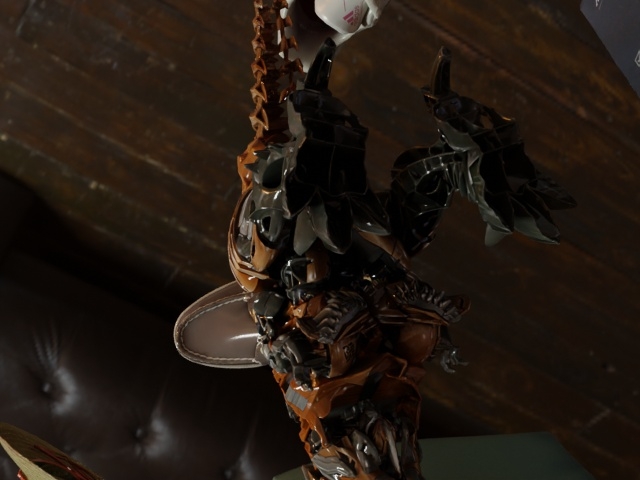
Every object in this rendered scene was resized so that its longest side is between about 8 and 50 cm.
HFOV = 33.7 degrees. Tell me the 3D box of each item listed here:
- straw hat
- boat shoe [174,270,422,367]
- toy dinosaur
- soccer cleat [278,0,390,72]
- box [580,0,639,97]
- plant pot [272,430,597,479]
[{"bbox_3d":[-0.180,0.183,0.709,0.144,0.061,0.144,33,170,7],"label":"straw hat"},{"bbox_3d":[-0.028,0.096,1.291,0.324,0.097,0.116,-8,93,4],"label":"boat shoe"},{"bbox_3d":[0.000,0.000,0.616,0.322,0.164,0.218,57,145,9],"label":"toy dinosaur"},{"bbox_3d":[0.061,-0.281,1.024,0.116,0.143,0.331,27,144,-16],"label":"soccer cleat"},{"bbox_3d":[0.512,-0.300,0.986,0.297,0.471,0.480,-2,132,-13],"label":"box"},{"bbox_3d":[0.079,0.248,0.805,0.234,0.165,0.165,1,97,-5],"label":"plant pot"}]
